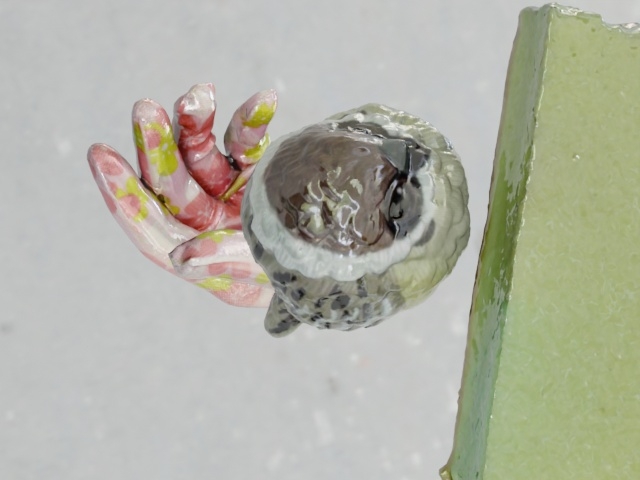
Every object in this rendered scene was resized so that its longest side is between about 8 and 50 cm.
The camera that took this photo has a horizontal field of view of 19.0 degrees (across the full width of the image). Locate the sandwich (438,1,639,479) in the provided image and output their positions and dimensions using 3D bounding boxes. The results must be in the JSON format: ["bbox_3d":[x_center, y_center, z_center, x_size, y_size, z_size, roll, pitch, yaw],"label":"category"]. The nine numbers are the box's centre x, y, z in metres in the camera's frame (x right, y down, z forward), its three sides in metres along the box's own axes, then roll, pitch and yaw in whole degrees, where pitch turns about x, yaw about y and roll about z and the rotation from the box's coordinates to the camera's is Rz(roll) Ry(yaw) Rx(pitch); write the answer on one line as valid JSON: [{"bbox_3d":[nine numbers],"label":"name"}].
[{"bbox_3d":[0.126,-0.001,0.824,0.245,0.063,0.212,-27,95,-14],"label":"sandwich"}]

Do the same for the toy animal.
[{"bbox_3d":[0.000,0.000,0.826,0.098,0.137,0.098,35,30,-24],"label":"toy animal"}]

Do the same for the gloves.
[{"bbox_3d":[-0.050,-0.018,1.271,0.241,0.126,0.145,14,67,-22],"label":"gloves"}]
